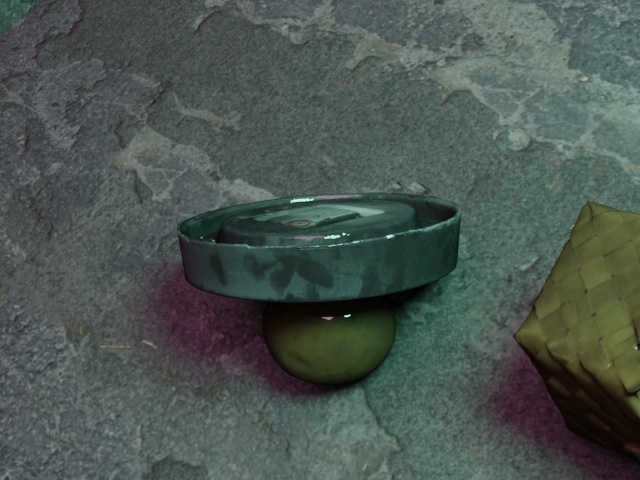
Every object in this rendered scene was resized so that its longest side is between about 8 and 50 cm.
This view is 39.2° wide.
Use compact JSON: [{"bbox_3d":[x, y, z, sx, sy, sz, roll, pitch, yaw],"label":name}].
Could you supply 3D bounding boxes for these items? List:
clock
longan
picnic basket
[{"bbox_3d":[0.000,0.000,1.210,0.386,0.386,0.077,2,102,24],"label":"clock"},{"bbox_3d":[0.011,0.114,1.228,0.189,0.189,0.189,-11,55,16],"label":"longan"},{"bbox_3d":[0.405,0.127,0.969,0.321,0.291,0.254,20,68,41],"label":"picnic basket"}]
